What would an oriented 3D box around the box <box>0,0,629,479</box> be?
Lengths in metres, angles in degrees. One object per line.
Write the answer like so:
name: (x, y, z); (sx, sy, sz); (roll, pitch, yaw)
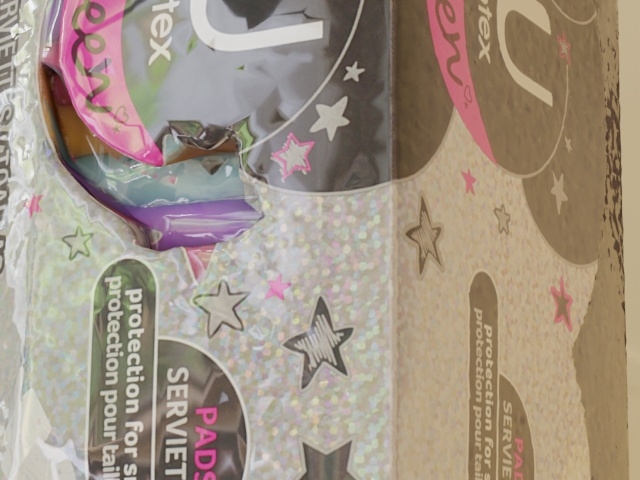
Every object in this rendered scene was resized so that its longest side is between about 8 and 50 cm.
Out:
box: (0.000, 0.000, 0.542); (0.142, 0.247, 0.163); (-8, -17, 29)
